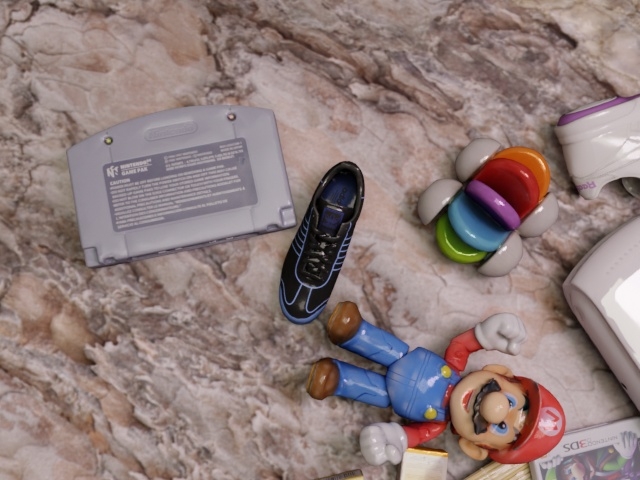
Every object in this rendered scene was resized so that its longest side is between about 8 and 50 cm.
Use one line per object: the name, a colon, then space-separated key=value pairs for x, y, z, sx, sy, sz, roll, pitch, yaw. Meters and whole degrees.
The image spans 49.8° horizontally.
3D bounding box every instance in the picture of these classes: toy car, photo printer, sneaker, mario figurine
toy car: x=0.232 y=-0.049 z=0.922 sx=0.159 sy=0.136 sz=0.182 roll=43 pitch=83 yaw=4
photo printer: x=0.496 y=0.106 z=0.921 sx=0.256 sy=0.107 sz=0.308 roll=-31 pitch=84 yaw=-5
sneaker: x=0.000 y=0.000 z=0.933 sx=0.081 sy=0.090 sz=0.232 roll=18 pitch=81 yaw=1
mario figurine: x=0.150 y=0.182 z=0.867 sx=0.320 sy=0.170 sz=0.198 roll=18 pitch=116 yaw=9
sneaker: x=0.485 y=-0.144 z=0.971 sx=0.304 sy=0.114 sz=0.152 roll=-15 pitch=96 yaw=1

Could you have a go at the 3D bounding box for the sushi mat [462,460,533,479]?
sushi mat: x=0.186 y=0.395 z=0.884 sx=0.316 sy=0.019 sz=0.152 roll=-26 pitch=88 yaw=-16

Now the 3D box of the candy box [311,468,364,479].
candy box: x=-0.023 y=0.376 z=0.898 sx=0.186 sy=0.053 sz=0.109 roll=-12 pitch=82 yaw=-4

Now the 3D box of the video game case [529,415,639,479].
video game case: x=0.370 y=0.345 z=0.911 sx=0.173 sy=0.022 sz=0.191 roll=-9 pitch=83 yaw=-13

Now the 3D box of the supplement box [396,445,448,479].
supplement box: x=0.132 y=0.326 z=0.916 sx=0.062 sy=0.036 sz=0.099 roll=8 pitch=81 yaw=-2

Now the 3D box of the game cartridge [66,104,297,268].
game cartridge: x=-0.194 y=-0.084 z=0.962 sx=0.294 sy=0.060 sz=0.196 roll=-11 pitch=86 yaw=-3
